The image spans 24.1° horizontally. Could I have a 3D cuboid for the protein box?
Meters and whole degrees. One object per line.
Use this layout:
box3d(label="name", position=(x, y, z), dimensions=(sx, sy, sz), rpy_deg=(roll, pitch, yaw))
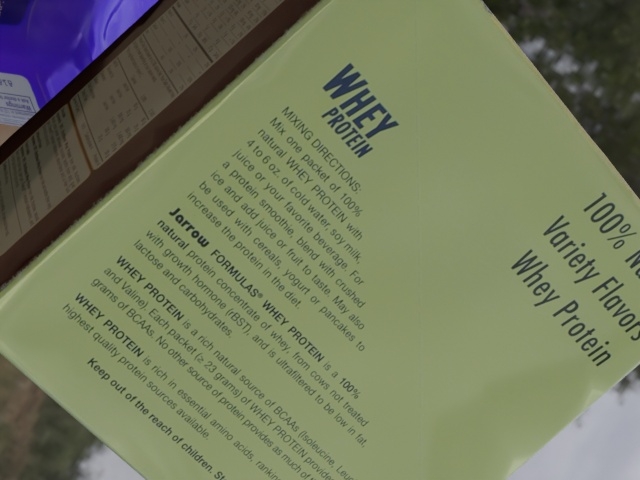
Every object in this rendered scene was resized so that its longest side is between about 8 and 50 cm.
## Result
box3d(label="protein box", position=(0.000, 0.000, 0.590), dimensions=(0.201, 0.200, 0.136), rpy_deg=(-42, -153, 4))

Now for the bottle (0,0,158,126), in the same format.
box3d(label="bottle", position=(-0.205, -0.124, 0.793), dimensions=(0.118, 0.282, 0.092), rpy_deg=(-57, 146, -39))
